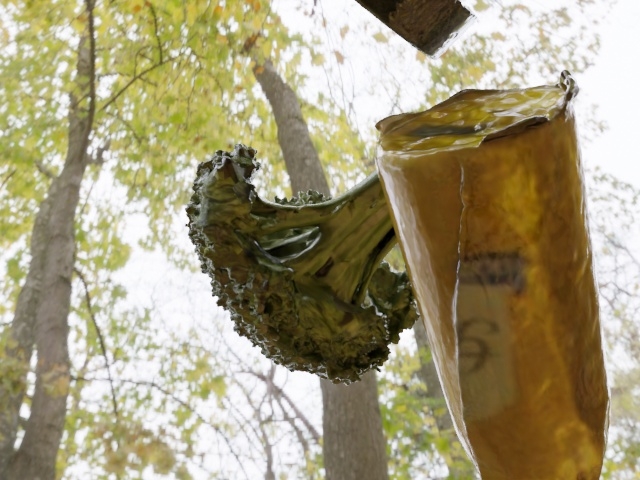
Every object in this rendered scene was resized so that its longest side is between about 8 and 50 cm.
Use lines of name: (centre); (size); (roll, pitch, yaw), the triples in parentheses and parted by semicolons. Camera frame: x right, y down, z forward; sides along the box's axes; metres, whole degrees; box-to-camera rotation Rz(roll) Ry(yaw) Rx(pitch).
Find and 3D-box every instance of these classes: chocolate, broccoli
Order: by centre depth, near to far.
chocolate: (0.174, 0.097, 0.687); (0.162, 0.162, 0.445); (-15, -72, 6)
broccoli: (-0.015, 0.005, 1.096); (0.375, 0.249, 0.302); (42, -99, -24)

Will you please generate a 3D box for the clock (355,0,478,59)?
clock: (0.022, -0.306, 0.851); (0.319, 0.319, 0.066); (35, -73, -20)
